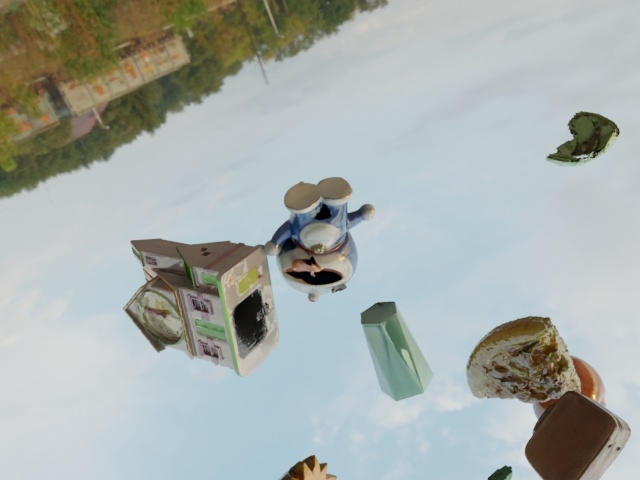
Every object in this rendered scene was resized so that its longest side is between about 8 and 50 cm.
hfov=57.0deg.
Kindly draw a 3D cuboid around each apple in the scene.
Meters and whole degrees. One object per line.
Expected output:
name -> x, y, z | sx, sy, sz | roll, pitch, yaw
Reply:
apple -> 0.629, 0.393, 1.478 | 0.162, 0.201, 0.201 | 20, -136, 31

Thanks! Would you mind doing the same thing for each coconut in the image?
coconut -> 0.479, -0.176, 1.071 | 0.158, 0.055, 0.133 | -41, -151, -19

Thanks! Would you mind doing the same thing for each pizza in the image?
pizza -> 0.422, 0.276, 1.335 | 0.269, 0.257, 0.087 | -11, -146, 39

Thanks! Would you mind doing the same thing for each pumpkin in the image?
pumpkin -> -0.088, 0.559, 1.249 | 0.149, 0.130, 0.254 | -17, -161, 34

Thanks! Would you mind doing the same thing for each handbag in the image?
handbag -> 0.516, 0.409, 1.201 | 0.193, 0.072, 0.151 | -59, -149, 11

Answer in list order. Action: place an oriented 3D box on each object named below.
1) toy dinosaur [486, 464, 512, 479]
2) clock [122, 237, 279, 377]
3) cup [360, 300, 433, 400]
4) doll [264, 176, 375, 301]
toy dinosaur -> 0.218, 0.409, 0.775 | 0.259, 0.153, 0.094 | -26, -162, -10
clock -> -0.258, 0.119, 1.175 | 0.310, 0.235, 0.166 | 9, -150, 30
cup -> 0.195, 0.281, 1.549 | 0.134, 0.235, 0.148 | -7, -157, 34
doll -> 0.000, 0.000, 1.122 | 0.215, 0.256, 0.161 | -7, -131, -4
